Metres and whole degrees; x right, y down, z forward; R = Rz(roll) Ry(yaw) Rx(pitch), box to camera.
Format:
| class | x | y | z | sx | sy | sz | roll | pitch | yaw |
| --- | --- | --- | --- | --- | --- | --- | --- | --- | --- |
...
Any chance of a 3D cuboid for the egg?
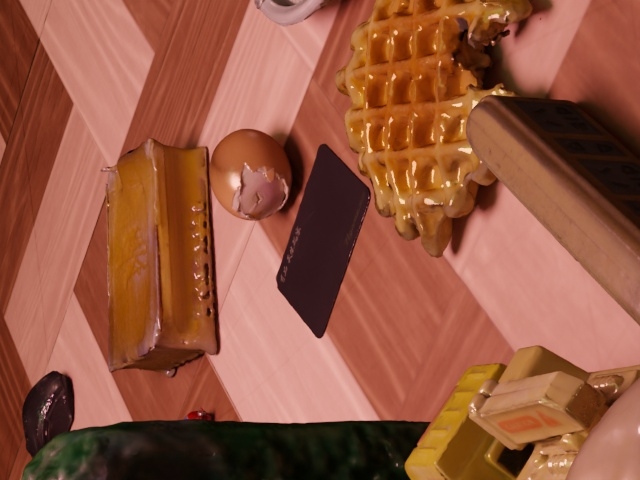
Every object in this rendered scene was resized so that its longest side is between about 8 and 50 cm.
| class | x | y | z | sx | sy | sz | roll | pitch | yaw |
| --- | --- | --- | --- | --- | --- | --- | --- | --- | --- |
| egg | -0.070 | -0.067 | 1.761 | 0.096 | 0.080 | 0.080 | 56 | 132 | 44 |

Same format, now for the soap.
| class | x | y | z | sx | sy | sz | roll | pitch | yaw |
| --- | --- | --- | --- | --- | --- | --- | --- | --- | --- |
| soap | -0.174 | 0.020 | 1.935 | 0.135 | 0.076 | 0.233 | -30 | 61 | 57 |

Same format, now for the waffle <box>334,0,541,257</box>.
| class | x | y | z | sx | sy | sz | roll | pitch | yaw |
| --- | --- | --- | --- | --- | --- | --- | --- | --- | --- |
| waffle | 0.090 | -0.130 | 1.522 | 0.250 | 0.056 | 0.261 | -63 | 38 | 33 |

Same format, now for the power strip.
| class | x | y | z | sx | sy | sz | roll | pitch | yaw |
| --- | --- | --- | --- | --- | --- | --- | --- | --- | --- |
| power strip | 0.221 | 0.000 | 1.233 | 0.387 | 0.092 | 0.066 | 52 | 132 | 50 |

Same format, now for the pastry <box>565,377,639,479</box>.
| class | x | y | z | sx | sy | sz | roll | pitch | yaw |
| --- | --- | --- | --- | --- | --- | --- | --- | --- | --- |
| pastry | 0.251 | 0.177 | 1.009 | 0.133 | 0.265 | 0.264 | 2 | 87 | 62 |

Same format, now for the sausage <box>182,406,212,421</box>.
| class | x | y | z | sx | sy | sz | roll | pitch | yaw |
| --- | --- | --- | --- | --- | --- | --- | --- | --- | --- |
| sausage | -0.142 | 0.223 | 1.887 | 0.034 | 0.034 | 0.129 | 58 | 134 | 47 |

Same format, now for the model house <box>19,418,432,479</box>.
| class | x | y | z | sx | sy | sz | roll | pitch | yaw |
| --- | --- | --- | --- | --- | --- | --- | --- | --- | --- |
| model house | -0.055 | 0.356 | 1.362 | 0.342 | 0.382 | 0.334 | -108 | 35 | -43 |

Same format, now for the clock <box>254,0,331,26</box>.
| class | x | y | z | sx | sy | sz | roll | pitch | yaw |
| --- | --- | --- | --- | --- | --- | --- | --- | --- | --- |
| clock | -0.004 | -0.316 | 1.714 | 0.236 | 0.053 | 0.236 | -22 | 65 | 59 |

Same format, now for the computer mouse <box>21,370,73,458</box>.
| class | x | y | z | sx | sy | sz | roll | pitch | yaw |
| --- | --- | --- | --- | --- | --- | --- | --- | --- | --- |
| computer mouse | -0.338 | 0.220 | 2.217 | 0.079 | 0.047 | 0.135 | 48 | 128 | 53 |

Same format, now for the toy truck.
| class | x | y | z | sx | sy | sz | roll | pitch | yaw |
| --- | --- | --- | --- | --- | --- | --- | --- | --- | --- |
| toy truck | 0.154 | 0.140 | 1.190 | 0.124 | 0.157 | 0.272 | -54 | 13 | -17 |

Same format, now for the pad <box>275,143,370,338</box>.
| class | x | y | z | sx | sy | sz | roll | pitch | yaw |
| --- | --- | --- | --- | --- | --- | --- | --- | --- | --- |
| pad | 0.000 | 0.000 | 1.707 | 0.112 | 0.003 | 0.157 | 49 | 127 | 52 |
